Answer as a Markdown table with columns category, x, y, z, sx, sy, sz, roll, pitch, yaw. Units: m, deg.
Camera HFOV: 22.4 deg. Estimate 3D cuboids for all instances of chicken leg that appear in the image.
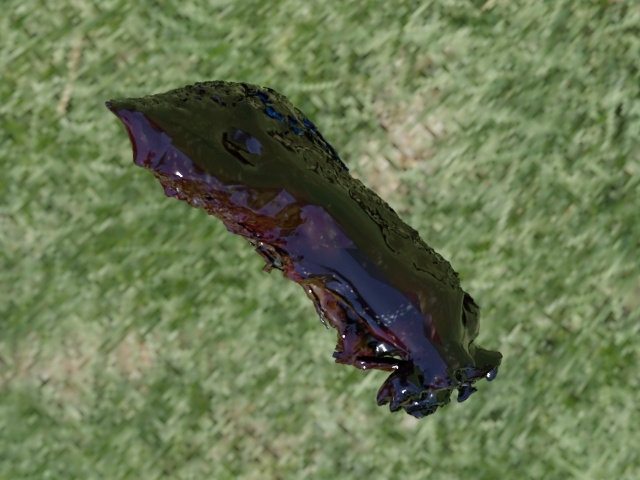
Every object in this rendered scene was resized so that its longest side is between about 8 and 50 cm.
| category | x | y | z | sx | sy | sz | roll | pitch | yaw |
| --- | --- | --- | --- | --- | --- | --- | --- | --- | --- |
| chicken leg | 0.000 | 0.000 | 0.686 | 0.063 | 0.105 | 0.234 | -43 | 111 | 10 |
